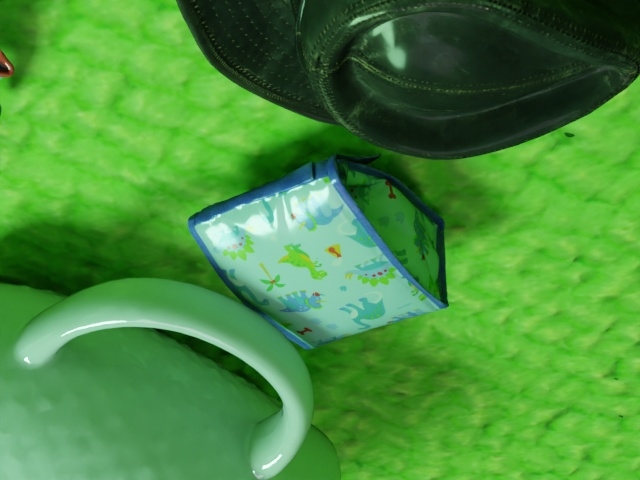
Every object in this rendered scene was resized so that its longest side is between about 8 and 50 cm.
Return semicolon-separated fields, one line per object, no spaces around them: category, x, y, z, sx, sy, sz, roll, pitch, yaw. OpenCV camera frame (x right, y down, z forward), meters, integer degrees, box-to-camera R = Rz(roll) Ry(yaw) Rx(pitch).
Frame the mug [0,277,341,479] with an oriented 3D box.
mug;-0.164;0.161;1.080;0.328;0.276;0.374;35;126;-21

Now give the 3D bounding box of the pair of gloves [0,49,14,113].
pair of gloves;-0.284;-0.129;0.885;0.198;0.023;0.159;29;159;-21

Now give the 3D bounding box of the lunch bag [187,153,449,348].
lunch bag;0.000;0.000;0.998;0.128;0.096;0.151;-21;144;28

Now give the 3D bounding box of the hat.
hat;0.086;-0.130;0.766;0.331;0.134;0.331;-7;141;-6
